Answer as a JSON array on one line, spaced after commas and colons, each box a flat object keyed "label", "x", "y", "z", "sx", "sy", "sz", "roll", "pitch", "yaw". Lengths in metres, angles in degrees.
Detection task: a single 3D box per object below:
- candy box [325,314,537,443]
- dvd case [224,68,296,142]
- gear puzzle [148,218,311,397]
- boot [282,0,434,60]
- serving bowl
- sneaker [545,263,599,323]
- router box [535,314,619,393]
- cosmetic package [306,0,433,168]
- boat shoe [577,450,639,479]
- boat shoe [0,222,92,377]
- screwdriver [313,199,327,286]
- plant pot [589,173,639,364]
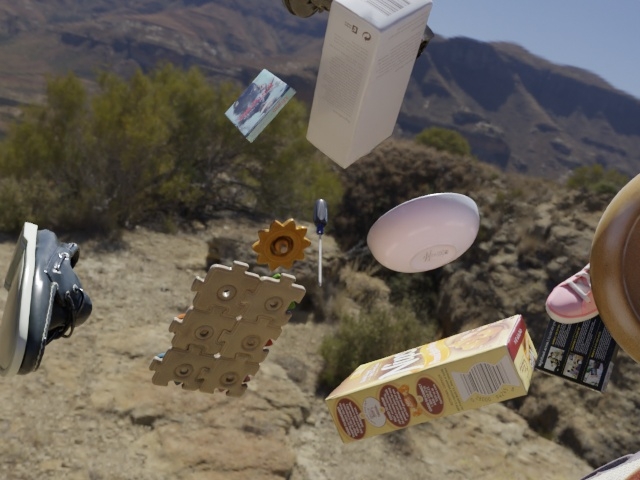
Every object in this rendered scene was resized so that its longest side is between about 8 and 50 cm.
[{"label": "candy box", "x": 0.187, "y": 0.229, "z": 1.116, "sx": 0.317, "sy": 0.087, "sz": 0.183, "roll": -22, "pitch": -1, "yaw": 24}, {"label": "dvd case", "x": -0.082, "y": -0.181, "z": 0.892, "sx": 0.013, "sy": 0.087, "sz": 0.119, "roll": 39, "pitch": 6, "yaw": -33}, {"label": "gear puzzle", "x": -0.127, "y": 0.098, "z": 1.014, "sx": 0.176, "sy": 0.339, "sz": 0.044, "roll": 17, "pitch": 27, "yaw": -30}, {"label": "boot", "x": 0.049, "y": -0.328, "z": 1.008, "sx": 0.091, "sy": 0.229, "sz": 0.263, "roll": -31, "pitch": 2, "yaw": -20}, {"label": "serving bowl", "x": 0.077, "y": 0.001, "z": 0.485, "sx": 0.083, "sy": 0.083, "sz": 0.027, "roll": 7, "pitch": 53, "yaw": -35}, {"label": "sneaker", "x": 0.291, "y": 0.030, "z": 0.690, "sx": 0.134, "sy": 0.070, "sz": 0.051, "roll": -25, "pitch": 42, "yaw": -6}, {"label": "router box", "x": 0.511, "y": 0.190, "z": 1.310, "sx": 0.133, "sy": 0.178, "sz": 0.046, "roll": 17, "pitch": -7, "yaw": 35}, {"label": "cosmetic package", "x": 0.059, "y": -0.221, "z": 0.899, "sx": 0.085, "sy": 0.231, "sz": 0.117, "roll": 40, "pitch": 54, "yaw": 18}, {"label": "boat shoe", "x": 0.199, "y": 0.192, "z": 0.424, "sx": 0.092, "sy": 0.285, "sz": 0.102, "roll": 6, "pitch": 44, "yaw": -41}, {"label": "boat shoe", "x": -0.382, "y": 0.082, "z": 0.949, "sx": 0.113, "sy": 0.127, "sz": 0.340, "roll": 19, "pitch": 12, "yaw": -28}, {"label": "screwdriver", "x": 0.000, "y": 0.000, "z": 1.051, "sx": 0.024, "sy": 0.025, "sz": 0.170, "roll": 6, "pitch": 46, "yaw": -7}, {"label": "plant pot", "x": 0.374, "y": 0.027, "z": 0.617, "sx": 0.236, "sy": 0.236, "sz": 0.032, "roll": 20, "pitch": 4, "yaw": 21}]
